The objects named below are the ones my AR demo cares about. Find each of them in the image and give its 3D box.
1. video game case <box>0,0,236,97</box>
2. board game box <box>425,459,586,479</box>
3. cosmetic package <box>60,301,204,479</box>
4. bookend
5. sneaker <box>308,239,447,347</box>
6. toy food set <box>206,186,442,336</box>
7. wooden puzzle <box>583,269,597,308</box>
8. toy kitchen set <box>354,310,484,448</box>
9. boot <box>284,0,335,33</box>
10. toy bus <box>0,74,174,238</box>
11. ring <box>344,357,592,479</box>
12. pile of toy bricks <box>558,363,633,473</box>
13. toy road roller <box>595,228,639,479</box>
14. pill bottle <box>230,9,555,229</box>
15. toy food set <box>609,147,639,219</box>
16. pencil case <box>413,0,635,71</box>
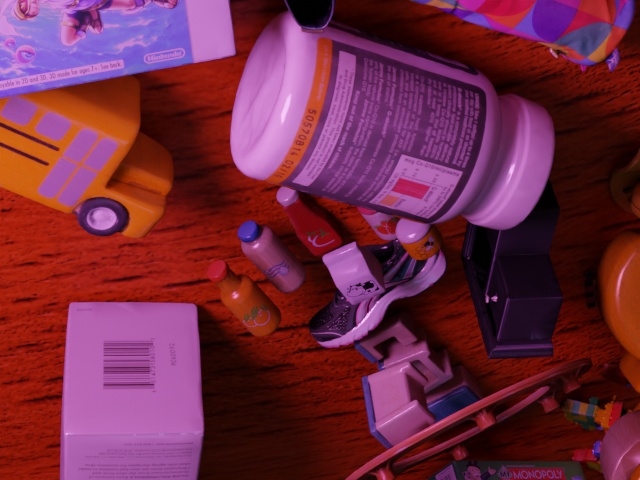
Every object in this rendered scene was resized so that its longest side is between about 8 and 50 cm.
[{"bbox_3d":[-0.214,-0.245,0.982,0.269,0.061,0.244,-13,119,-12],"label":"video game case"},{"bbox_3d":[0.178,0.379,1.671,0.213,0.046,0.317,6,145,-33],"label":"board game box"},{"bbox_3d":[-0.229,0.262,1.461,0.155,0.197,0.365,1,136,-10],"label":"cosmetic package"},{"bbox_3d":[0.208,0.016,1.311,0.072,0.157,0.156,-2,135,-7],"label":"bookend"},{"bbox_3d":[0.050,0.044,1.389,0.178,0.072,0.077,-39,116,17],"label":"sneaker"},{"bbox_3d":[0.000,0.000,1.294,0.232,0.111,0.104,-24,133,18],"label":"toy food set"},{"bbox_3d":[0.340,0.057,1.476,0.049,0.006,0.083,-13,134,4],"label":"wooden puzzle"},{"bbox_3d":[0.105,0.209,1.477,0.122,0.166,0.207,-30,131,20],"label":"toy kitchen set"},{"bbox_3d":[-0.006,-0.279,1.023,0.082,0.106,0.219,-6,135,-3],"label":"boot"},{"bbox_3d":[-0.282,-0.122,1.138,0.333,0.108,0.130,23,125,-27],"label":"toy bus"},{"bbox_3d":[0.179,0.231,1.483,0.336,0.032,0.336,-25,165,-7],"label":"ring"},{"bbox_3d":[0.357,0.226,1.595,0.105,0.118,0.212,10,156,20],"label":"pile of toy bricks"},{"bbox_3d":[0.382,0.132,1.363,0.240,0.202,0.329,35,97,3],"label":"toy road roller"},{"bbox_3d":[0.069,-0.104,1.168,0.278,0.162,0.162,15,130,-21],"label":"pill bottle"},{"bbox_3d":[0.425,-0.062,1.326,0.218,0.071,0.128,-11,135,2],"label":"toy food set"},{"bbox_3d":[0.170,-0.227,1.110,0.236,0.104,0.104,18,129,-22],"label":"pencil case"}]
